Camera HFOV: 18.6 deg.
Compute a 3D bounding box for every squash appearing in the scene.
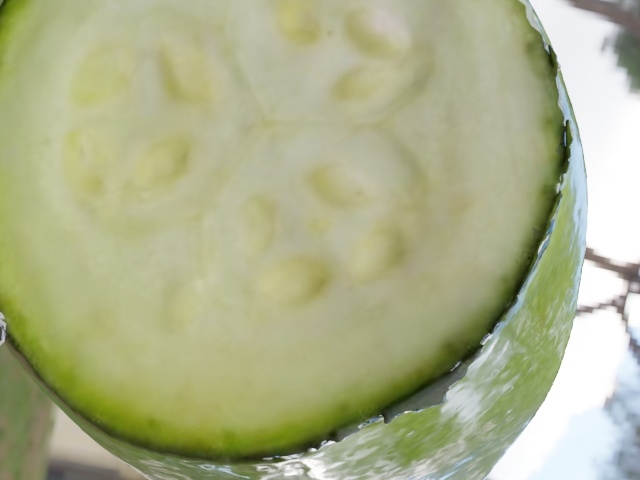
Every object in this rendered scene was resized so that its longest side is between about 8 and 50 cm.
[{"bbox_3d":[0.000,0.000,0.637,0.260,0.189,0.189,44,55,-73],"label":"squash"}]
